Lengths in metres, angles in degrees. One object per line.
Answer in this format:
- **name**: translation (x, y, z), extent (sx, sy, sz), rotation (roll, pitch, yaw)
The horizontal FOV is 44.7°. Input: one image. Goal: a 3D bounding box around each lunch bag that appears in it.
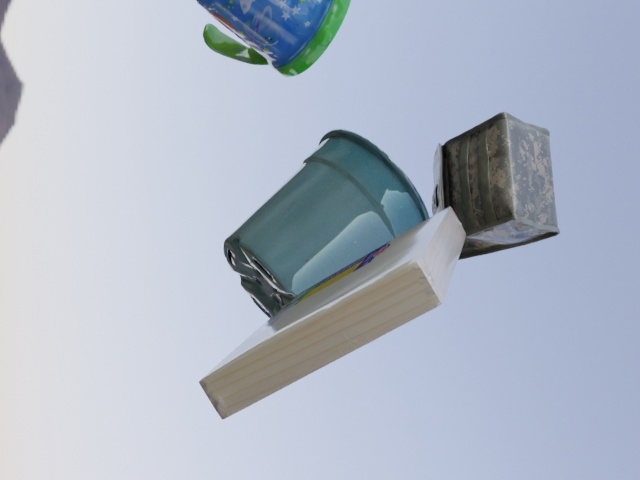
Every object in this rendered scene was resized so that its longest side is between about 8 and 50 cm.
- **lunch bag**: translation (0.330, -0.098, 1.621), extent (0.287, 0.168, 0.235), rotation (-24, -121, 51)

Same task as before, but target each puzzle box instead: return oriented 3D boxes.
- **puzzle box**: translation (0.043, 0.069, 0.965), extent (0.272, 0.409, 0.052), rotation (-31, -89, 18)

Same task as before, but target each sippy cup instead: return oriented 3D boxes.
- **sippy cup**: translation (-0.096, -0.447, 1.393), extent (0.306, 0.224, 0.240), rotation (-56, -148, 15)

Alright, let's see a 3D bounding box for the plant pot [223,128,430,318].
- **plant pot**: translation (0.000, 0.000, 1.635), extent (0.341, 0.334, 0.341), rotation (40, -23, 22)
